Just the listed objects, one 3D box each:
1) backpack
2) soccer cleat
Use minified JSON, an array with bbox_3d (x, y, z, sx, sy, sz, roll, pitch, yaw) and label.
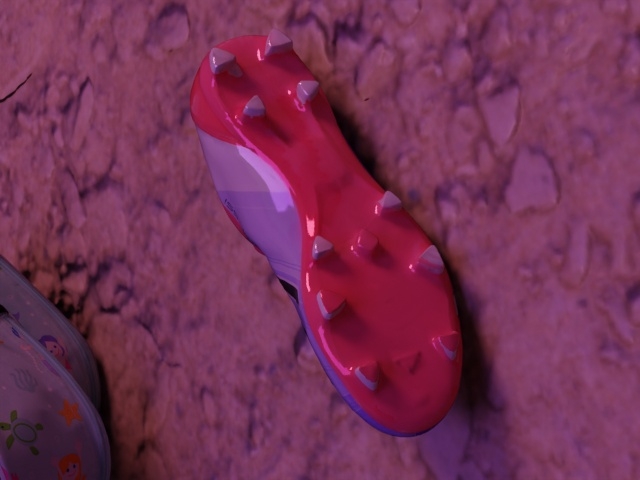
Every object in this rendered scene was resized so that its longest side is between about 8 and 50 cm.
[{"bbox_3d":[-0.255,0.128,1.041,0.253,0.191,0.225,41,123,22],"label":"backpack"},{"bbox_3d":[0.000,0.000,0.847,0.248,0.083,0.095,61,158,21],"label":"soccer cleat"}]
